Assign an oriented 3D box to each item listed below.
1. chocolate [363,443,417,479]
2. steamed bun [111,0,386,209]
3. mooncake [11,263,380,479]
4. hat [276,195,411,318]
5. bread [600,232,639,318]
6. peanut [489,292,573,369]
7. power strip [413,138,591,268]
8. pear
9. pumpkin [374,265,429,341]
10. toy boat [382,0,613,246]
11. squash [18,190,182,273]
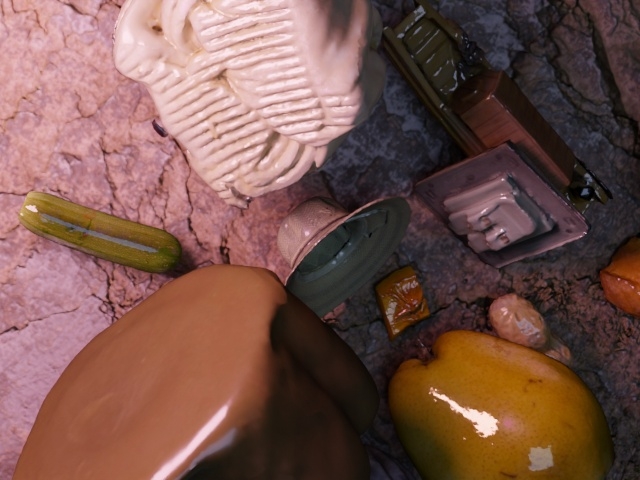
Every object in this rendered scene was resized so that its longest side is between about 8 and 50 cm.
[{"bbox_3d":[0.047,0.409,1.728,0.303,0.303,0.213,42,58,-20],"label":"chocolate"},{"bbox_3d":[-0.079,-0.252,1.557,0.346,0.237,0.394,18,131,6],"label":"steamed bun"},{"bbox_3d":[-0.159,0.255,1.516,0.467,0.467,0.262,-41,117,-6],"label":"mooncake"},{"bbox_3d":[0.000,0.000,1.691,0.252,0.252,0.110,-40,68,-6],"label":"hat"},{"bbox_3d":[0.578,0.086,1.883,0.260,0.134,0.129,20,93,-20],"label":"bread"},{"bbox_3d":[0.328,0.150,1.845,0.080,0.080,0.174,-47,111,-4],"label":"peanut"},{"bbox_3d":[0.249,-0.033,1.719,0.198,0.213,0.064,40,52,-19],"label":"power strip"},{"bbox_3d":[0.261,0.286,1.753,0.336,0.285,0.285,25,93,-14],"label":"pear"},{"bbox_3d":[0.123,0.097,1.796,0.073,0.035,0.101,-25,110,-8],"label":"pumpkin"},{"bbox_3d":[0.246,-0.164,1.714,0.136,0.162,0.445,-46,110,-2],"label":"toy boat"},{"bbox_3d":[-0.296,-0.009,1.628,0.229,0.066,0.066,20,94,-19],"label":"squash"}]
